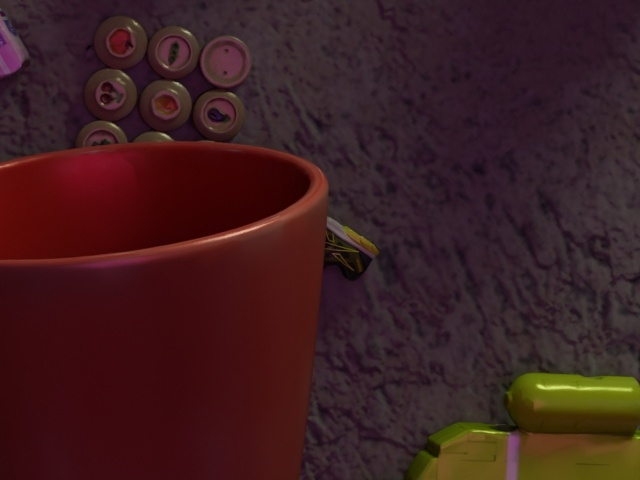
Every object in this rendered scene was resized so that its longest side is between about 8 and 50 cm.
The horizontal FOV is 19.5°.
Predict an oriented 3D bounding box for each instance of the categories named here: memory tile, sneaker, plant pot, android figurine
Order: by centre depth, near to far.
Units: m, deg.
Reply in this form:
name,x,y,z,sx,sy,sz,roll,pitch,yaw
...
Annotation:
name,x,y,z,sx,sy,sz,roll,pitch,yaw
plant pot,-0.124,0.086,1.174,0.275,0.275,0.243,-7,108,-9
memory tile,-0.111,-0.075,1.283,0.113,0.012,0.148,11,91,-10
sneaker,0.000,0.000,1.295,0.083,0.031,0.035,28,89,-9
android figurine,0.163,0.216,1.321,0.273,0.056,0.248,5,92,-11

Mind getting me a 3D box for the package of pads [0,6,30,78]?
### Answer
name,x,y,z,sx,sy,sz,roll,pitch,yaw
package of pads,-0.226,-0.146,1.242,0.032,0.050,0.083,-30,97,-1
